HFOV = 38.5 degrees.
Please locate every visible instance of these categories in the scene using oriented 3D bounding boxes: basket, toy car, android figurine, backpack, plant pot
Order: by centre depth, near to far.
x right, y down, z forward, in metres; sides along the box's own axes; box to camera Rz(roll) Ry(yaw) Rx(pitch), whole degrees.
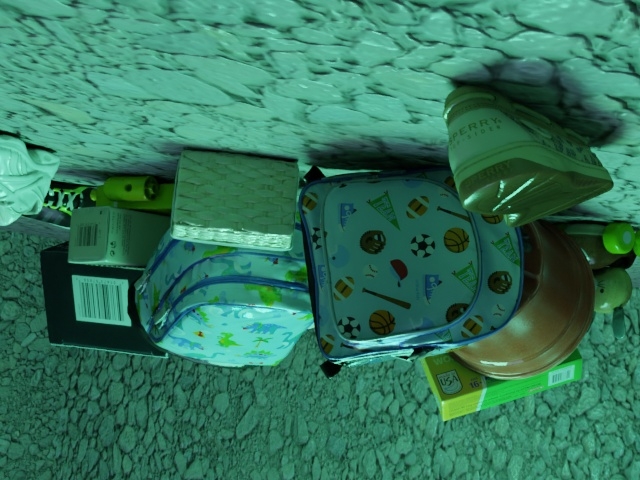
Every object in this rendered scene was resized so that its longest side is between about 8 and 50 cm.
[{"bbox_3d":[0.114,0.023,1.121,0.263,0.276,0.213,-7,178,-3],"label":"backpack"},{"bbox_3d":[-0.111,-0.052,1.196,0.167,0.113,0.103,6,174,-5],"label":"basket"},{"bbox_3d":[0.253,0.058,1.359,0.272,0.272,0.265,4,168,24],"label":"plant pot"},{"bbox_3d":[-0.127,0.067,1.410,0.290,0.273,0.355,15,132,-19],"label":"backpack"},{"bbox_3d":[0.468,0.068,1.537,0.149,0.188,0.155,8,175,-35],"label":"toy car"},{"bbox_3d":[-0.271,-0.068,1.584,0.273,0.056,0.248,3,175,29],"label":"android figurine"}]

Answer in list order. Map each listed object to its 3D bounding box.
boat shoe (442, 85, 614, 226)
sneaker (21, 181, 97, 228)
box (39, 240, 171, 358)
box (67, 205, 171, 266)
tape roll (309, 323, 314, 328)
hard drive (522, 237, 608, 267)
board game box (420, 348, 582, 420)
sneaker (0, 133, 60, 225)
[{"bbox_3d":[0.186,-0.073,0.808,0.105,0.089,0.285,-24,167,21],"label":"boat shoe"},{"bbox_3d":[-0.509,-0.069,1.702,0.235,0.084,0.097,5,175,7],"label":"sneaker"},{"bbox_3d":[-0.362,0.084,1.996,0.294,0.212,0.395,3,-165,23],"label":"box"},{"bbox_3d":[-0.292,0.005,1.590,0.113,0.094,0.275,-2,172,41],"label":"box"},{"bbox_3d":[-0.054,0.104,2.275,0.392,0.072,0.392,-10,-157,4],"label":"tape roll"},{"bbox_3d":[0.384,0.053,1.781,0.339,0.064,0.237,5,-161,17],"label":"hard drive"},{"bbox_3d":[0.271,0.132,1.578,0.242,0.316,0.064,-17,138,-3],"label":"board game box"},{"bbox_3d":[-0.427,-0.079,1.221,0.090,0.115,0.232,4,176,18],"label":"sneaker"}]
